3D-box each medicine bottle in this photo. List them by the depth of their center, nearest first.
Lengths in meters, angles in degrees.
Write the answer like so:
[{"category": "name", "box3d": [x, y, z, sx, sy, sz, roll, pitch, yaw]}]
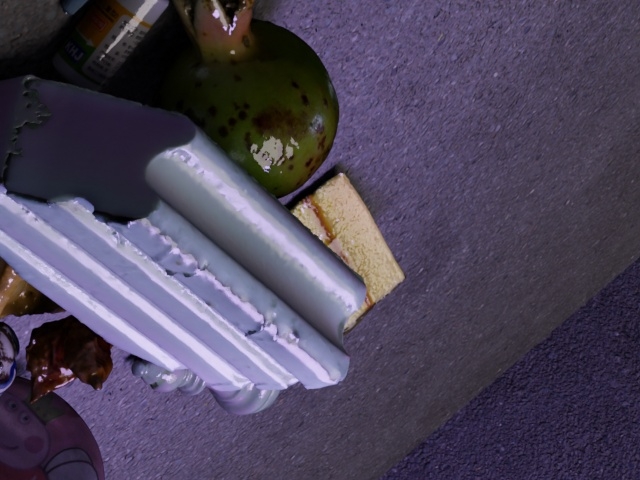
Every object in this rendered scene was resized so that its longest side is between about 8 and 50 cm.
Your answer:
[{"category": "medicine bottle", "box3d": [-0.198, -0.256, 1.344, 0.221, 0.061, 0.092, -49, 138, 11]}]

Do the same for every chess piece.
[{"category": "chess piece", "box3d": [-0.195, 0.210, 2.095, 0.271, 0.139, 0.139, 8, 126, -49]}]

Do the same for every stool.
[{"category": "stool", "box3d": [-0.438, 0.327, 1.729, 0.272, 0.272, 0.178, -19, 163, -45]}]

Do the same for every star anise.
[{"category": "star anise", "box3d": [-0.286, 0.112, 1.613, 0.196, 0.111, 0.212, -42, -162, 52]}]

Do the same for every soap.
[{"category": "soap", "box3d": [-0.176, 0.003, 1.411, 0.446, 0.261, 0.156, 42, 54, -42]}]

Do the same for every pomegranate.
[{"category": "pomegranate", "box3d": [-0.082, -0.182, 1.500, 0.231, 0.231, 0.286, -19, 121, -45]}]

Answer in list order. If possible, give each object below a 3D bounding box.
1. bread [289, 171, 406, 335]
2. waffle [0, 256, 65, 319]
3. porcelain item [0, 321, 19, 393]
[{"category": "bread", "box3d": [-0.001, -0.002, 2.133, 0.167, 0.163, 0.264, -37, 125, -12]}, {"category": "waffle", "box3d": [-0.299, 0.014, 1.639, 0.274, 0.057, 0.168, -4, 135, -57]}, {"category": "porcelain item", "box3d": [-0.490, 0.188, 1.552, 0.288, 0.138, 0.186, -33, 166, -34]}]
